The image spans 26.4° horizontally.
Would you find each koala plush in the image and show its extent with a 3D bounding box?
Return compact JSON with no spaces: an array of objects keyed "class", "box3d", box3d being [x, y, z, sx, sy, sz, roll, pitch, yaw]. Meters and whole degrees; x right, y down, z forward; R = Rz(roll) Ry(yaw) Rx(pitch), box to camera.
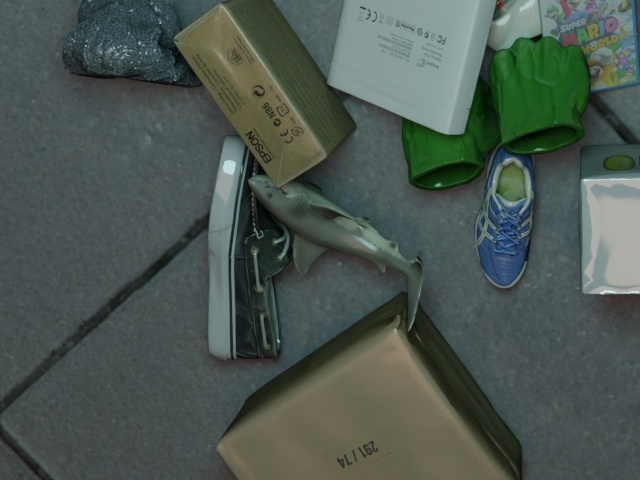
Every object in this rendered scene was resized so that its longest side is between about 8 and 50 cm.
[{"class":"koala plush","box3d":[-0.247,-0.322,1.796,0.196,0.203,0.221,7,95,9]}]

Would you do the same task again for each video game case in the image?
[{"class":"video game case","box3d":[0.342,-0.265,1.738,0.119,0.015,0.166,-10,122,4]}]

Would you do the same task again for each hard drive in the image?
[{"class":"hard drive","box3d":[0.129,-0.336,1.716,0.233,0.047,0.353,29,114,43]}]

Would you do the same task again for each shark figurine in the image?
[{"class":"shark figurine","box3d":[0.023,0.011,1.821,0.278,0.166,0.116,32,99,5]}]

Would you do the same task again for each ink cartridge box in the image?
[{"class":"ink cartridge box","box3d":[-0.067,-0.204,1.778,0.088,0.193,0.235,-33,96,19]}]

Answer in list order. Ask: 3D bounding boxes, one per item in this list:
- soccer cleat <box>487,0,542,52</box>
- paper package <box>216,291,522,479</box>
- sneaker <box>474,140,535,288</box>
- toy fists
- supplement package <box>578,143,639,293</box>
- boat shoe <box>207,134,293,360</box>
[{"class":"soccer cleat","box3d":[0.288,-0.316,1.750,0.076,0.068,0.196,40,109,-22]},{"class":"paper package","box3d":[0.075,0.288,1.900,0.325,0.168,0.309,-35,96,17]},{"class":"sneaker","box3d":[0.244,-0.034,1.822,0.080,0.081,0.211,2,107,9]},{"class":"toy fists","box3d":[0.222,-0.165,1.745,0.279,0.096,0.142,-20,63,39]},{"class":"supplement package","box3d":[0.425,-0.032,1.723,0.194,0.203,0.149,-1,105,11]},{"class":"boat shoe","box3d":[-0.093,0.013,1.896,0.119,0.121,0.335,3,117,2]}]
